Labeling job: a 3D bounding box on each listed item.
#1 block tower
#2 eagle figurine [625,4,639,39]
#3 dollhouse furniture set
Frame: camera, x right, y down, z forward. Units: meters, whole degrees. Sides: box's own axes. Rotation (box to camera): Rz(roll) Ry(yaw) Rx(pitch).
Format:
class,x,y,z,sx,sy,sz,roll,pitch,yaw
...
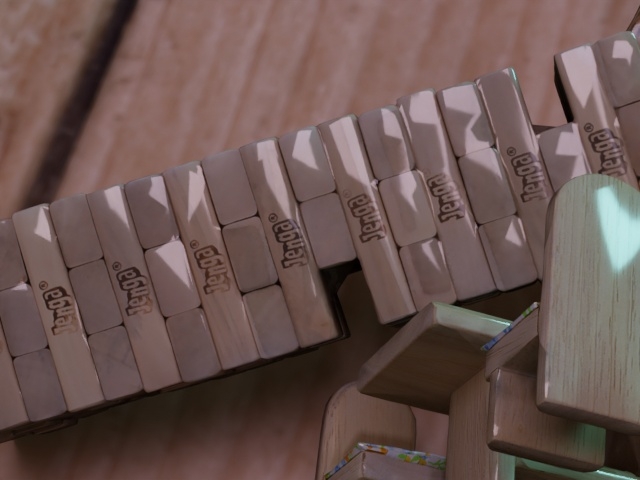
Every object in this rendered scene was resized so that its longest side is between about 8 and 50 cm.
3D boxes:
class,x,y,z,sx,sy,sz,roll,pitch,yaw
block tower,0.000,0.000,0.845,0.335,0.091,0.097,-18,85,6
eagle figurine,0.305,-0.132,0.861,0.298,0.225,0.226,22,107,35
dollhouse furniture set,0.142,0.051,0.784,0.242,0.212,0.161,15,61,-16
